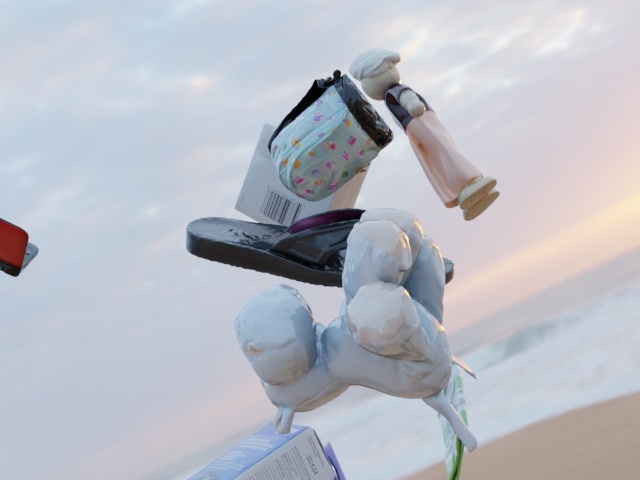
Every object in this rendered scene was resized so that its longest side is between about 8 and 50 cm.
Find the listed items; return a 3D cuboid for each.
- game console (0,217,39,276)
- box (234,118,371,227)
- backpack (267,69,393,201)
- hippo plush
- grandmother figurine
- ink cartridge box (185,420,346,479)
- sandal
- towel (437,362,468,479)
[{"bbox_3d":[-0.414,-0.026,1.354,0.085,0.144,0.124,-62,5,20],"label":"game console"},{"bbox_3d":[-0.030,-0.104,2.012,0.119,0.181,0.182,-23,-42,-62],"label":"box"},{"bbox_3d":[0.008,-0.150,1.706,0.182,0.152,0.115,-38,35,7],"label":"backpack"},{"bbox_3d":[0.030,0.104,1.353,0.236,0.234,0.294,-15,-46,21],"label":"hippo plush"},{"bbox_3d":[0.165,-0.196,1.875,0.104,0.342,0.208,-34,-21,-7],"label":"grandmother figurine"},{"bbox_3d":[-0.094,0.482,1.838,0.395,0.270,0.151,-29,12,-28],"label":"ink cartridge box"},{"bbox_3d":[-0.002,0.000,1.798,0.445,0.107,0.167,9,18,7],"label":"sandal"},{"bbox_3d":[0.189,0.258,1.593,0.023,0.113,0.152,4,29,0],"label":"towel"}]
